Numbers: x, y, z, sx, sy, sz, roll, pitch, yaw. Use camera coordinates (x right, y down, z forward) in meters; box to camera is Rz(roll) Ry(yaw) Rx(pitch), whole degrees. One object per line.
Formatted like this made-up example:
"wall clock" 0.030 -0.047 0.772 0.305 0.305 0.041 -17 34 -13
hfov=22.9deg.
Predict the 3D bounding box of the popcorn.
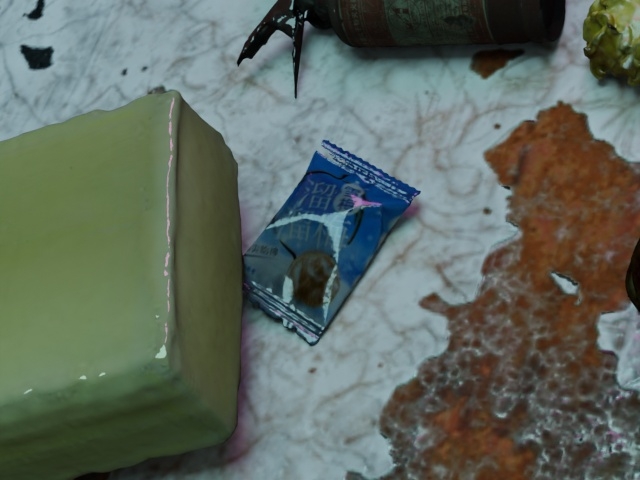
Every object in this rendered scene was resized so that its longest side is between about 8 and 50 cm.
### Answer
"popcorn" 0.227 -0.145 1.123 0.082 0.057 0.083 7 56 18

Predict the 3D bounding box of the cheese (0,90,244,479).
"cheese" -0.194 0.043 1.100 0.265 0.124 0.242 -16 49 19

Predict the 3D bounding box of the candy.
"candy" 0.000 -0.001 1.124 0.088 0.038 0.136 31 78 21

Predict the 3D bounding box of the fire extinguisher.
"fire extinguisher" 0.053 -0.171 1.197 0.252 0.075 0.106 1 57 21

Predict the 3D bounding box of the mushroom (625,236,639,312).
"mushroom" 0.325 0.023 0.941 0.227 0.148 0.217 -41 70 2
